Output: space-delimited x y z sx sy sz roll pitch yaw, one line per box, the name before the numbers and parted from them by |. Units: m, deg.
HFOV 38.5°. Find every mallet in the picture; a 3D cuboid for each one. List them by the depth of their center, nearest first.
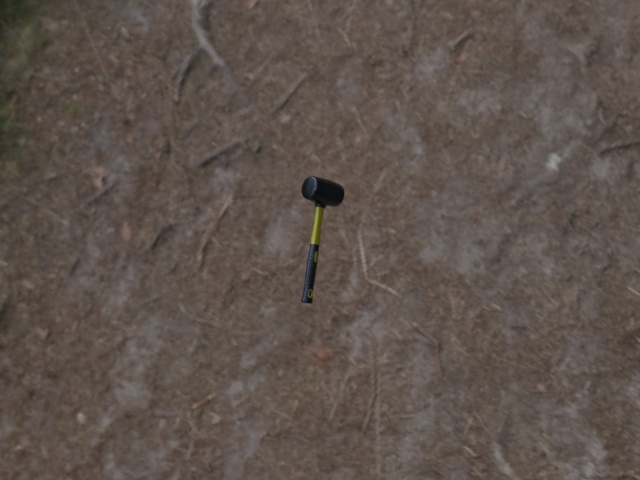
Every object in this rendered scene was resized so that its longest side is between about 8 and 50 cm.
mallet | 0.000 0.000 1.376 0.039 0.062 0.189 2 89 49
